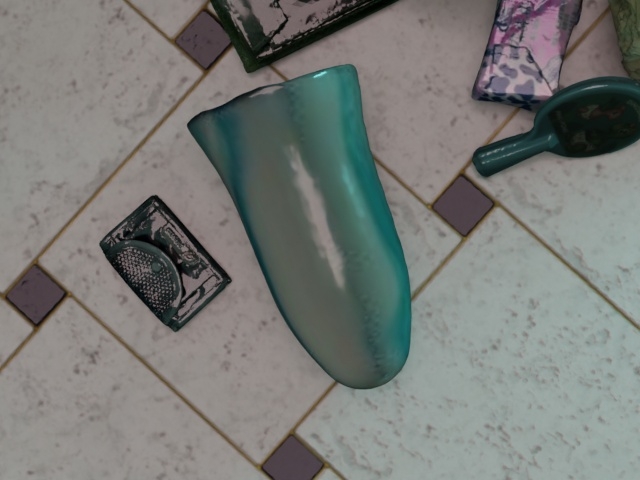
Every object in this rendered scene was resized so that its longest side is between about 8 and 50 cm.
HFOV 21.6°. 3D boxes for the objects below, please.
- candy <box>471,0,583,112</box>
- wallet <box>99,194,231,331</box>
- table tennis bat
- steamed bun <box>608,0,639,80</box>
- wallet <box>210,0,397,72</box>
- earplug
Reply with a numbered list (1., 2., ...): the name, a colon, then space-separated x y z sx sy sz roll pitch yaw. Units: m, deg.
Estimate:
1. candy: 0.224 -0.217 1.768 0.092 0.073 0.160 15 86 3
2. wallet: -0.169 0.025 1.794 0.088 0.026 0.129 -42 84 -1
3. table tennis bat: 0.253 -0.115 1.751 0.201 0.124 0.033 -21 53 19
4. steamed bun: 0.439 -0.278 1.667 0.290 0.272 0.273 -6 85 -1
5. wallet: -0.009 -0.301 1.800 0.236 0.055 0.160 -27 91 0
6. earplug: 0.000 0.000 1.723 0.185 0.185 0.324 -19 90 2
